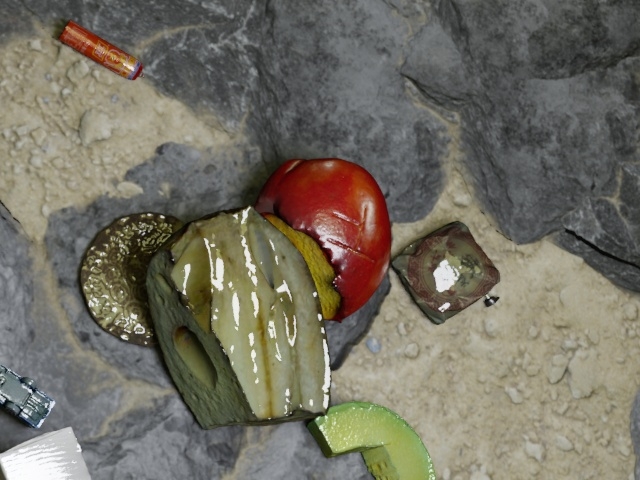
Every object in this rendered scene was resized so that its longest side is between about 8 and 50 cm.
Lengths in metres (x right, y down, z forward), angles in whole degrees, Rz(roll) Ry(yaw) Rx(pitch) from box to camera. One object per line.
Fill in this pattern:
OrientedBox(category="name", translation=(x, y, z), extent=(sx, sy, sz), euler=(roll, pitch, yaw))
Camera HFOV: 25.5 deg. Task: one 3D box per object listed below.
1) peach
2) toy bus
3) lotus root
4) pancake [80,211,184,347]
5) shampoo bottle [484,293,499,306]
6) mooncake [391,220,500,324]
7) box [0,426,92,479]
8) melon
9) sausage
OrientedBox(category="peach", translation=(0.000, 0.000, 1.963), extent=(0.190, 0.196, 0.226), euler=(1, 79, 17))
OrientedBox(category="toy bus", translation=(-0.418, 0.184, 1.818), extent=(0.153, 0.061, 0.051), euler=(37, 66, -12))
OrientedBox(category="lotus root", translation=(-0.115, 0.112, 1.901), extent=(0.210, 0.142, 0.314), euler=(-18, 99, -33))
OrientedBox(category="pancake", translation=(-0.233, 0.053, 1.944), extent=(0.199, 0.021, 0.199), euler=(5, 76, -21))
OrientedBox(category="shampoo bottle", translation=(0.222, 0.039, 2.128), extent=(0.048, 0.027, 0.137), euler=(-34, 93, -19))
OrientedBox(category="mooncake", translation=(0.186, 0.045, 2.074), extent=(0.130, 0.073, 0.125), euler=(-36, 92, -7))
OrientedBox(category="box", translation=(-0.336, 0.375, 1.729), extent=(0.111, 0.194, 0.260), euler=(-22, 87, -35))
OrientedBox(category="melon", translation=(0.079, 0.304, 1.994), extent=(0.118, 0.064, 0.209), euler=(-38, 96, -25))
OrientedBox(category="sausage", translation=(-0.303, -0.263, 1.978), extent=(0.129, 0.034, 0.034), euler=(30, 69, -13))
